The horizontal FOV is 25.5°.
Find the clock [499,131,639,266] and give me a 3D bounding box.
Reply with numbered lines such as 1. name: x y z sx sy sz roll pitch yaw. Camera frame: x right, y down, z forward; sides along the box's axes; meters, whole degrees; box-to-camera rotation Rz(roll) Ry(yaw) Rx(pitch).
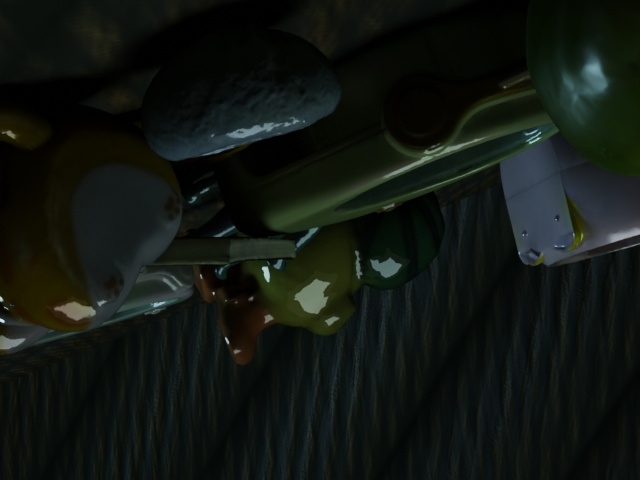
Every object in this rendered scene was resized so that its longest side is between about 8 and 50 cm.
1. clock: 0.458 -0.125 2.035 0.376 0.251 0.368 -12 172 -20

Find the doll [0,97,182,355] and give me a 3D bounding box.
1. doll: -0.218 0.000 1.010 0.269 0.162 0.167 -34 -167 48

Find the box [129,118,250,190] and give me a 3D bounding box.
1. box: -0.163 -0.061 1.240 0.152 0.043 0.269 -19 176 -30

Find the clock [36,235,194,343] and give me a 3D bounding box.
1. clock: -0.272 0.045 1.581 0.265 0.109 0.324 -15 176 -12

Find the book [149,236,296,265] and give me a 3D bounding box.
1. book: -0.227 0.014 1.259 0.373 0.028 0.262 -3 180 11

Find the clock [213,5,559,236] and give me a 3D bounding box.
1. clock: 0.094 -0.115 1.305 0.348 0.117 0.286 -24 174 34

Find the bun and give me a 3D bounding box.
1. bun: -0.057 -0.106 0.955 0.140 0.083 0.141 -15 -176 1

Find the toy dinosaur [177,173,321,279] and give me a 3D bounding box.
1. toy dinosaur: 0.020 -0.090 1.521 0.331 0.129 0.383 -33 172 29

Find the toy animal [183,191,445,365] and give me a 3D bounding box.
1. toy animal: 0.001 -0.002 1.792 0.338 0.216 0.191 -23 153 -14

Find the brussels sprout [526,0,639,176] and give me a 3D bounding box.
1. brussels sprout: 0.269 -0.159 0.809 0.328 0.247 0.328 -22 -168 5
